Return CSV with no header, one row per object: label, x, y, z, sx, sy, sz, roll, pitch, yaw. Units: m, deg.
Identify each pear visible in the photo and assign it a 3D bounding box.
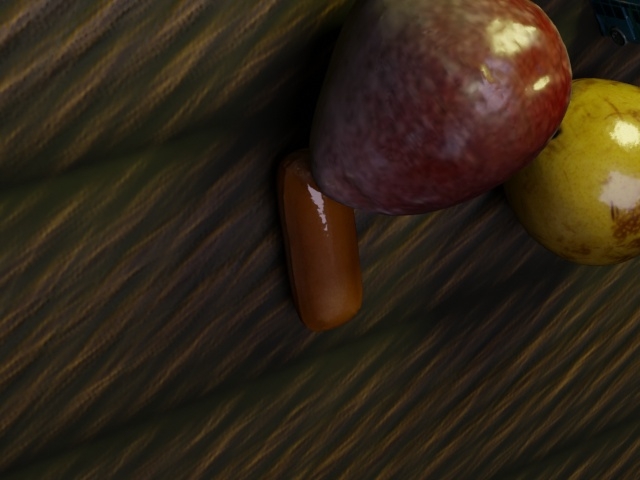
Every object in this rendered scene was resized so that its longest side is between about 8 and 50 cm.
pear,0.398,-0.101,1.420,0.281,0.281,0.280,-10,116,-22

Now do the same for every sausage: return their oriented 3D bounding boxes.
sausage,-0.001,0.000,1.364,0.105,0.105,0.274,-18,119,-18

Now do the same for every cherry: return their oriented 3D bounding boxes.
cherry,0.137,-0.198,1.227,0.291,0.326,0.335,26,133,-32

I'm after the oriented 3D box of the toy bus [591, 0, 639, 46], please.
toy bus,0.475,-0.331,1.397,0.090,0.185,0.106,-37,121,-8
